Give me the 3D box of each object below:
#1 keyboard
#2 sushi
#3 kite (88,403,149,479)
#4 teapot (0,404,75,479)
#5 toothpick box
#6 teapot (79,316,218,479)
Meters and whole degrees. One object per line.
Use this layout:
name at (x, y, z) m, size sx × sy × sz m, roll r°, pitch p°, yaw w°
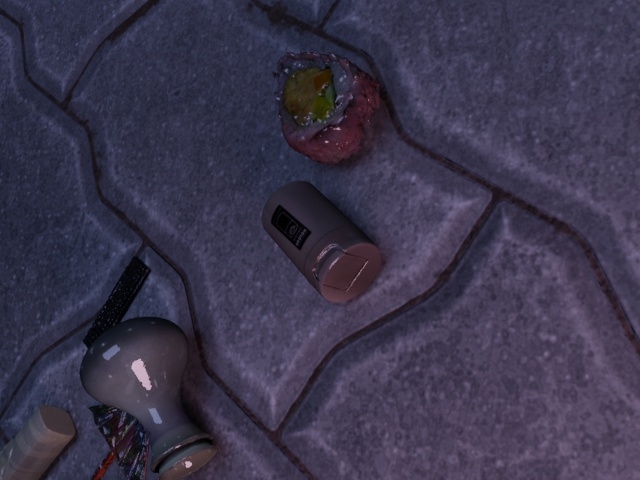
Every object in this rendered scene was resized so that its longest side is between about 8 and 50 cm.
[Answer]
keyboard at (-0.385, 0.123, 1.530) m, size 0.060 × 0.018 × 0.195 m, roll 33°, pitch 93°, yaw 42°
sushi at (-0.007, -0.212, 1.327) m, size 0.241 × 0.107 × 0.161 m, roll 21°, pitch 85°, yaw 47°
kite at (-0.342, 0.351, 1.415) m, size 0.189 × 0.009 × 0.232 m, roll -52°, pitch 51°, yaw 8°
teapot at (-0.548, 0.391, 1.507) m, size 0.200 × 0.077 × 0.107 m, roll -50°, pitch 48°, yaw 10°
toothpick box at (0.000, 0.000, 1.237) m, size 0.111 × 0.111 × 0.181 m, roll -51°, pitch 50°, yaw 9°
teapot at (-0.264, 0.253, 1.305) m, size 0.183 × 0.183 × 0.251 m, roll -42°, pitch 66°, yaw 16°
